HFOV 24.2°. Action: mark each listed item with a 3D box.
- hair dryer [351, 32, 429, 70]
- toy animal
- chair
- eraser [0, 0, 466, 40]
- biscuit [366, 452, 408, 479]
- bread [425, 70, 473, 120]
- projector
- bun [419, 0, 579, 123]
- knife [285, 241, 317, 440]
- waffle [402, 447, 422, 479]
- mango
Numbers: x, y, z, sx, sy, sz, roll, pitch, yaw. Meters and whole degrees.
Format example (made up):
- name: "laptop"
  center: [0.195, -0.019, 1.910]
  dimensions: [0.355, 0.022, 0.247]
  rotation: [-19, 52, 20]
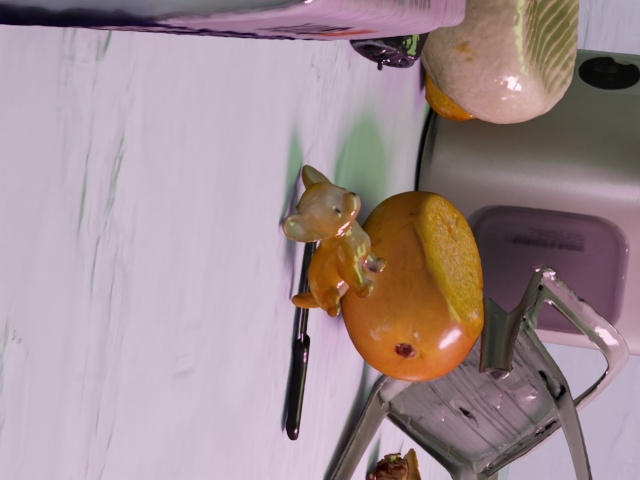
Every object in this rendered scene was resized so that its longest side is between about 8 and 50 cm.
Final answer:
- name: "hair dryer"
  center: [0.163, -0.198, 1.057]
  dimensions: [0.091, 0.272, 0.235]
  rotation: [156, -46, -76]
- name: "toy animal"
  center: [0.000, 0.000, 0.937]
  dimensions: [0.083, 0.081, 0.060]
  rotation: [54, 39, -18]
- name: "chair"
  center: [0.149, 0.151, 1.257]
  dimensions: [0.203, 0.190, 0.274]
  rotation: [-40, -168, 26]
- name: "eraser"
  center: [-0.025, -0.116, 0.541]
  dimensions: [0.287, 0.130, 0.086]
  rotation: [-24, 117, -74]
- name: "biscuit"
  center: [0.057, 0.297, 1.397]
  dimensions: [0.064, 0.034, 0.199]
  rotation: [-48, 144, -69]
- name: "bread"
  center: [0.160, -0.200, 1.386]
  dimensions: [0.245, 0.102, 0.094]
  rotation: [-69, 161, -49]
- name: "projector"
  center: [0.238, -0.045, 1.495]
  dimensions: [0.248, 0.249, 0.248]
  rotation: [-69, 162, -49]
- name: "bun"
  center: [0.130, -0.203, 1.198]
  dimensions: [0.222, 0.127, 0.222]
  rotation: [-2, 90, -66]
- name: "knife"
  center: [-0.010, 0.049, 0.990]
  dimensions: [0.023, 0.010, 0.170]
  rotation: [-5, 102, -83]
- name: "waffle"
  center: [0.090, 0.310, 1.490]
  dimensions: [0.191, 0.032, 0.125]
  rotation: [-94, -174, -66]
- name: "mango"
  center: [0.069, 0.030, 1.140]
  dimensions: [0.217, 0.102, 0.141]
  rotation: [-52, 125, -71]
